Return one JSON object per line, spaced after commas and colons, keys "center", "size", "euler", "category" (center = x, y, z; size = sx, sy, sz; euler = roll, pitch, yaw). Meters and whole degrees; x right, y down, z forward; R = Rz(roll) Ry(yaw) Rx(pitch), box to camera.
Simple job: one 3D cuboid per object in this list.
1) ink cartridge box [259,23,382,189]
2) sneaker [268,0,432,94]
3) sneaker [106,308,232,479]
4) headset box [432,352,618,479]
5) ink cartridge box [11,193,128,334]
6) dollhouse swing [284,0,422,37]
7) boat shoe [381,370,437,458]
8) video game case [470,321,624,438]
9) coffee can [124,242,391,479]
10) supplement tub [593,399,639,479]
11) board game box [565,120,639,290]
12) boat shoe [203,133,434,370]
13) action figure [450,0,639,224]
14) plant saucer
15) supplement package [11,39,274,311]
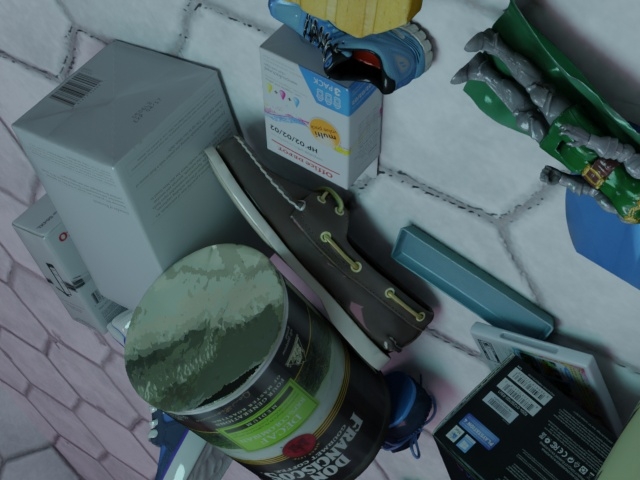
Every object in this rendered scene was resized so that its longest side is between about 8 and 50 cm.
{"center": [0.002, -0.123, 1.052], "size": [0.104, 0.061, 0.181], "euler": [29, 149, 21], "category": "ink cartridge box"}
{"center": [0.017, -0.182, 0.941], "size": [0.162, 0.073, 0.063], "euler": [30, 149, 19], "category": "sneaker"}
{"center": [-0.219, 0.205, 1.501], "size": [0.236, 0.322, 0.130], "euler": [20, 163, 21], "category": "sneaker"}
{"center": [0.266, 0.296, 1.143], "size": [0.246, 0.131, 0.283], "euler": [41, 166, 32], "category": "headset box"}
{"center": [-0.330, 0.010, 1.538], "size": [0.086, 0.148, 0.203], "euler": [18, 143, 38], "category": "ink cartridge box"}
{"center": [-0.090, -0.279, 0.739], "size": [0.347, 0.315, 0.305], "euler": [31, 130, 17], "category": "dollhouse swing"}
{"center": [0.102, 0.230, 1.401], "size": [0.089, 0.109, 0.258], "euler": [37, 168, -6], "category": "boat shoe"}
{"center": [0.250, 0.154, 1.159], "size": [0.143, 0.019, 0.157], "euler": [14, 150, 39], "category": "video game case"}
{"center": [-0.065, 0.156, 1.220], "size": [0.202, 0.201, 0.275], "euler": [16, 159, 38], "category": "coffee can"}
{"center": [0.343, 0.197, 0.811], "size": [0.235, 0.325, 0.235], "euler": [29, 149, 20], "category": "supplement tub"}
{"center": [0.284, -0.022, 0.874], "size": [0.169, 0.033, 0.133], "euler": [35, 130, 33], "category": "board game box"}
{"center": [0.000, 0.000, 1.188], "size": [0.324, 0.097, 0.116], "euler": [50, -178, -13], "category": "boat shoe"}
{"center": [0.206, -0.078, 0.841], "size": [0.232, 0.063, 0.137], "euler": [44, 160, 14], "category": "action figure"}
{"center": [0.164, 0.050, 1.143], "size": [0.192, 0.018, 0.067], "euler": [33, 150, 11], "category": "plant saucer"}
{"center": [-0.199, -0.057, 1.261], "size": [0.175, 0.177, 0.293], "euler": [21, 145, 32], "category": "supplement package"}
